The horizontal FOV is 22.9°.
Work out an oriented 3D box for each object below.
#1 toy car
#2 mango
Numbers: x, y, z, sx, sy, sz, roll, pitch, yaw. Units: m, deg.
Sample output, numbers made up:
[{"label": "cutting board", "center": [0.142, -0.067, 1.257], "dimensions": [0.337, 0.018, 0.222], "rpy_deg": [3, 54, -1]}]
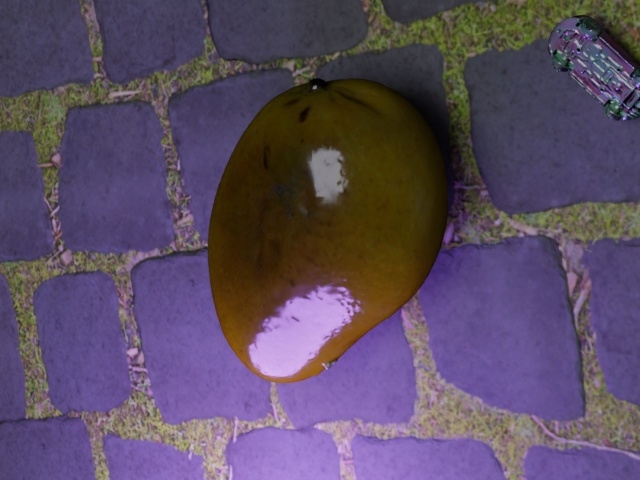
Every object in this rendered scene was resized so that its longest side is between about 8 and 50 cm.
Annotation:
[{"label": "toy car", "center": [0.325, -0.200, 1.811], "dimensions": [0.142, 0.055, 0.069], "rpy_deg": [45, 131, 9]}, {"label": "mango", "center": [0.000, 0.000, 2.006], "dimensions": [0.301, 0.220, 0.445], "rpy_deg": [33, 127, 21]}]
